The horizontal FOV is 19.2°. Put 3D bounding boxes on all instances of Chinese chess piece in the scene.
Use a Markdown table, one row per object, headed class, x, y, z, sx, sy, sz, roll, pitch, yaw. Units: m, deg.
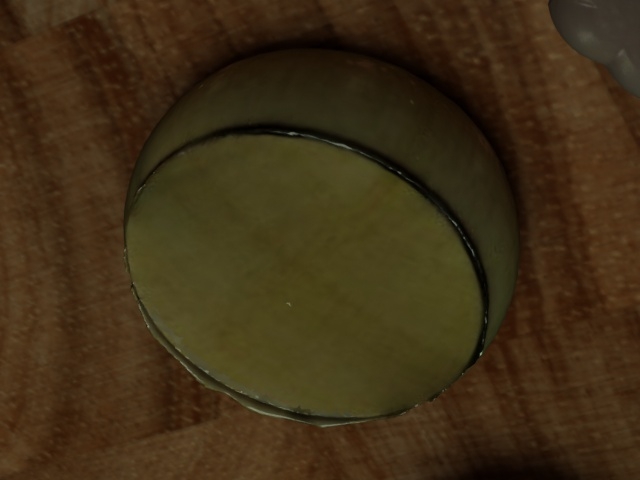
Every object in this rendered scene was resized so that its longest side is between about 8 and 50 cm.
| class | x | y | z | sx | sy | sz | roll | pitch | yaw |
| --- | --- | --- | --- | --- | --- | --- | --- | --- | --- |
| Chinese chess piece | 0.000 | 0.000 | 1.214 | 0.257 | 0.104 | 0.257 | 8 | 128 | 11 |

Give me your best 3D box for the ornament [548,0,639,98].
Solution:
| class | x | y | z | sx | sy | sz | roll | pitch | yaw |
| --- | --- | --- | --- | --- | --- | --- | --- | --- | --- |
| ornament | 0.206 | -0.163 | 0.997 | 0.177 | 0.177 | 0.177 | 9 | 129 | 11 |
